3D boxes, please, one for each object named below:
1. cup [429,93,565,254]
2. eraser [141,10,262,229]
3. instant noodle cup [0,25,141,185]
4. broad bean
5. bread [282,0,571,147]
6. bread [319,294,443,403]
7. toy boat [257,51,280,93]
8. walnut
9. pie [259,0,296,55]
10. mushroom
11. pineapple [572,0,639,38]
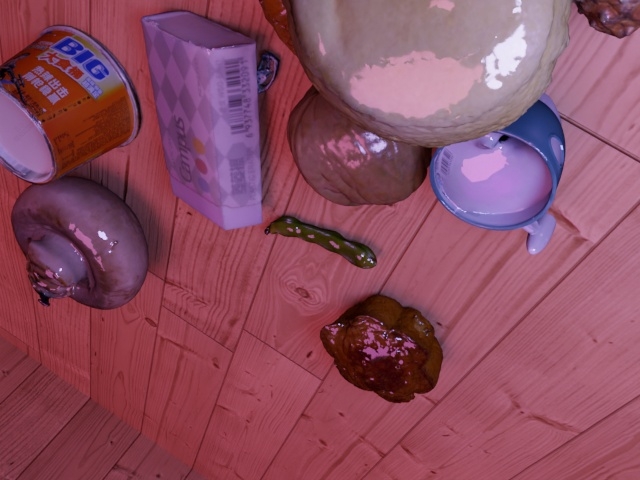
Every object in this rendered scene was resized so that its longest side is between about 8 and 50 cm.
[{"bbox_3d":[0.259,-0.125,0.884,0.167,0.173,0.299,-10,119,42],"label":"cup"},{"bbox_3d":[-0.210,-0.209,1.198,0.213,0.082,0.397,32,141,28],"label":"eraser"},{"bbox_3d":[-0.549,-0.262,1.309,0.296,0.214,0.296,20,136,20],"label":"instant noodle cup"},{"bbox_3d":[0.001,-0.001,1.283,0.256,0.052,0.052,19,174,22],"label":"broad bean"},{"bbox_3d":[0.109,-0.258,0.683,0.320,0.237,0.320,6,105,22],"label":"bread"},{"bbox_3d":[0.141,0.229,1.329,0.232,0.135,0.246,-24,111,46],"label":"bread"},{"bbox_3d":[-0.095,-0.284,1.098,0.038,0.038,0.083,33,139,6],"label":"toy boat"},{"bbox_3d":[0.064,-0.153,0.979,0.228,0.228,0.228,20,137,20],"label":"walnut"},{"bbox_3d":[0.042,-0.349,0.837,0.273,0.069,0.273,-2,127,-3],"label":"pie"},{"bbox_3d":[-0.597,0.025,1.549,0.362,0.294,0.362,21,137,21],"label":"mushroom"},{"bbox_3d":[0.294,-0.357,0.645,0.158,0.158,0.278,-12,124,42],"label":"pineapple"}]
